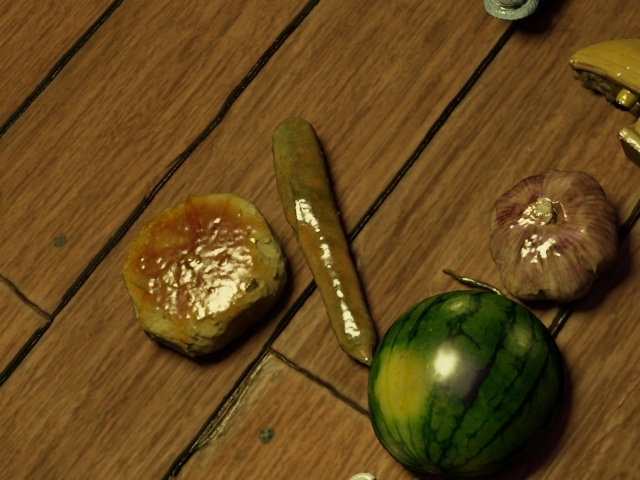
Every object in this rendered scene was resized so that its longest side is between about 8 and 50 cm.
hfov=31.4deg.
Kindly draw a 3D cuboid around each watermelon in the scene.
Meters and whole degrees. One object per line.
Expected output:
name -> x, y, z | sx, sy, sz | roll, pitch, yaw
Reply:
watermelon -> 0.149, 0.130, 1.190 | 0.204, 0.127, 0.232 | 25, 66, 29

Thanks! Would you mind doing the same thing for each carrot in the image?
carrot -> 0.001, 0.000, 1.338 | 0.070, 0.070, 0.342 | -20, 61, 5

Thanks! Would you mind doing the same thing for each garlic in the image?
garlic -> 0.254, -0.009, 1.247 | 0.147, 0.102, 0.159 | 21, 69, 21

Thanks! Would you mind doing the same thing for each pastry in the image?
pastry -> -0.137, 0.038, 1.339 | 0.192, 0.093, 0.182 | -30, 61, -2

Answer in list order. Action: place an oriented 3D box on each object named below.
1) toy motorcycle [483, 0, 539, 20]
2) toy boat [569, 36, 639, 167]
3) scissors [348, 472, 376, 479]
toy motorcycle -> 0.242, -0.370, 1.454 | 0.135, 0.092, 0.254 | -16, 50, -3
toy boat -> 0.402, -0.116, 1.273 | 0.121, 0.089, 0.321 | -47, 60, 2
scissors -> -0.020, 0.340, 1.179 | 0.118, 0.030, 0.242 | 32, 79, 28
